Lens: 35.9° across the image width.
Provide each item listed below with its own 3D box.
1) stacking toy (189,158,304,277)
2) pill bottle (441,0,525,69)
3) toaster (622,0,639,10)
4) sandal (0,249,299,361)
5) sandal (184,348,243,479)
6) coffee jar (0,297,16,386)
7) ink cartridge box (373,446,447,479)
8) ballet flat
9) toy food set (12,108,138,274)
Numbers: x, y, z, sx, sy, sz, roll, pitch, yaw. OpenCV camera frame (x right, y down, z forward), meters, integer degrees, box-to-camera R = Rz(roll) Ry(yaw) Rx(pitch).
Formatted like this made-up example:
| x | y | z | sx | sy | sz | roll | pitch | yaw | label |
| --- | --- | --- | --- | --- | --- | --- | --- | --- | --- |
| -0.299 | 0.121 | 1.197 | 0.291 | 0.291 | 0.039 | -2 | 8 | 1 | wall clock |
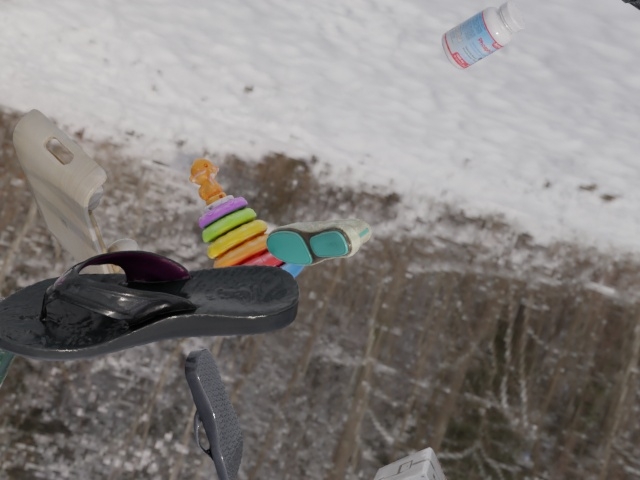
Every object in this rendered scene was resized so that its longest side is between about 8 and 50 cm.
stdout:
| x | y | z | sx | sy | sz | roll | pitch | yaw | label |
| --- | --- | --- | --- | --- | --- | --- | --- | --- | --- |
| -0.178 | -0.025 | 1.944 | 0.175 | 0.302 | 0.166 | -27 | 177 | -29 | stacking toy |
| 0.336 | -0.425 | 2.033 | 0.160 | 0.087 | 0.087 | -27 | 155 | 34 | pill bottle |
| 0.711 | -0.509 | 1.961 | 0.227 | 0.146 | 0.129 | 26 | 179 | -21 | toaster |
| -0.251 | 0.069 | 1.414 | 0.445 | 0.107 | 0.167 | -6 | -146 | -15 | sandal |
| -0.192 | 0.307 | 1.729 | 0.054 | 0.255 | 0.097 | -9 | -165 | 20 | sandal |
| -0.505 | 0.175 | 1.490 | 0.079 | 0.184 | 0.096 | 22 | -140 | -17 | coffee jar |
| 0.127 | 0.354 | 1.225 | 0.086 | 0.148 | 0.203 | -25 | 173 | 6 | ink cartridge box |
| 0.000 | 0.000 | 1.235 | 0.052 | 0.057 | 0.168 | -32 | -160 | -36 | ballet flat |
| -0.392 | -0.054 | 1.650 | 0.219 | 0.092 | 0.306 | 40 | 152 | 31 | toy food set |
